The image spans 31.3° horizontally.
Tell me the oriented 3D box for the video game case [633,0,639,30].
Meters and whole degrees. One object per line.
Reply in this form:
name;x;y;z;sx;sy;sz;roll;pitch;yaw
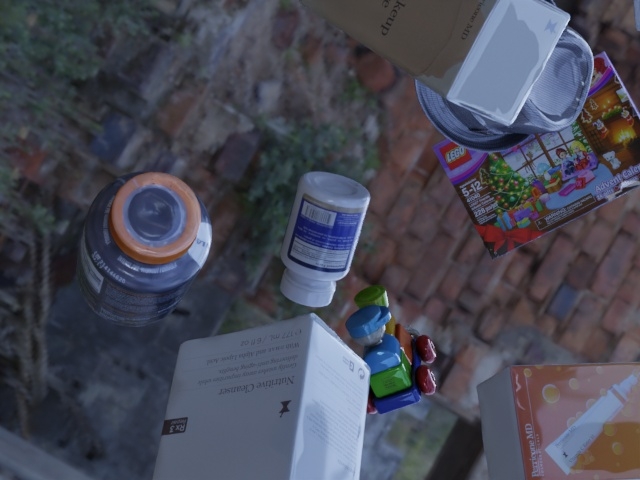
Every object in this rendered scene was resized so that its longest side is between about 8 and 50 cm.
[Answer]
video game case;0.528;-0.364;1.428;0.025;0.285;0.204;-40;126;-46

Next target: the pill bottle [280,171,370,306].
pill bottle;0.000;0.000;1.740;0.112;0.112;0.187;-62;169;-67

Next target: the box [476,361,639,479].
box;0.484;0.344;2.082;0.168;0.345;0.215;124;-37;-66

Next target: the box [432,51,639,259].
box;0.343;-0.125;1.720;0.293;0.201;0.057;-29;178;18

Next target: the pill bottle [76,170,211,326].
pill bottle;-0.186;0.006;1.206;0.130;0.130;0.246;-60;-175;-21

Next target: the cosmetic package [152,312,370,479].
cosmetic package;-0.079;0.304;1.366;0.217;0.156;0.385;-15;-131;29

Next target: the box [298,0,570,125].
box;0.125;-0.272;1.344;0.311;0.121;0.148;41;-70;44

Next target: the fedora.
fedora;0.269;-0.228;1.533;0.124;0.275;0.244;26;-88;47

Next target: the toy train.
toy train;0.092;0.123;1.612;0.105;0.143;0.248;-20;-160;13
